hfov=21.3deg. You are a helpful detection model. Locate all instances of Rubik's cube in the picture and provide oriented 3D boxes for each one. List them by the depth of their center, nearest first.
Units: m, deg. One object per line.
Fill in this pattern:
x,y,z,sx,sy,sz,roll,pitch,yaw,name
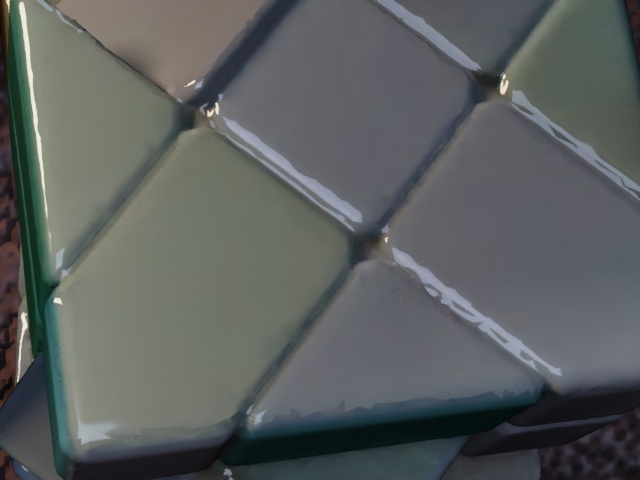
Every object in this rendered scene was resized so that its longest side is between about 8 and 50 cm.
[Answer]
0.000,0.000,0.558,0.224,0.213,0.265,-4,75,-12,Rubik's cube
